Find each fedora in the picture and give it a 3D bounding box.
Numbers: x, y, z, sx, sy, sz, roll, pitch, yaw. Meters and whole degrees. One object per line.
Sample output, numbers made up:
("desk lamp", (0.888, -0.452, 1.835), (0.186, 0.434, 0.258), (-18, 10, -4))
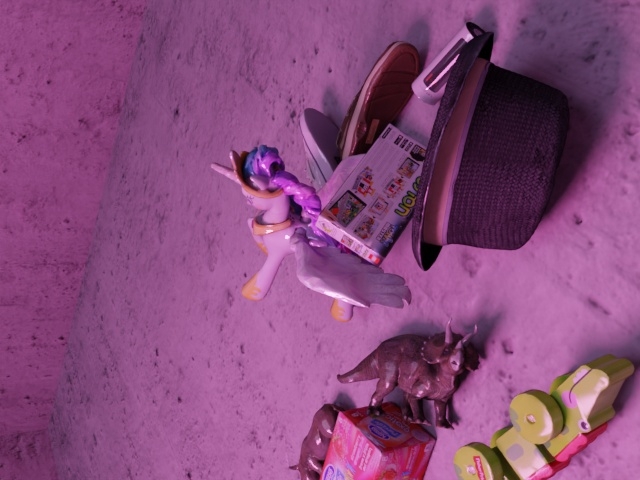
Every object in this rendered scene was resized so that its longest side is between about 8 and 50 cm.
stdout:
("fedora", (0.236, -0.098, 0.794), (0.153, 0.334, 0.333), (17, 104, 18))

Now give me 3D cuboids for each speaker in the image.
("speaker", (0.210, -0.284, 0.959), (0.136, 0.055, 0.055), (-44, 55, 42))

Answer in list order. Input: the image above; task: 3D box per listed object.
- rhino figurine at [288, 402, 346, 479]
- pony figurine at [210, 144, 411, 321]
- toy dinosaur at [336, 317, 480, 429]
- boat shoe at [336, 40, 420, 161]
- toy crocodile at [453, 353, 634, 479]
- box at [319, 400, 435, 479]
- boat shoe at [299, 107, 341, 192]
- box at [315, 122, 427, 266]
("rhino figurine", (0.002, 0.426, 1.180), (0.106, 0.073, 0.243), (48, 126, 38))
("pony figurine", (0.000, 0.000, 1.014), (0.363, 0.352, 0.302), (88, -162, -54))
("toy dinosaur", (0.154, 0.219, 0.981), (0.314, 0.121, 0.160), (-11, 64, 58))
("boat shoe", (0.090, -0.251, 1.086), (0.257, 0.095, 0.095), (-64, 37, 28))
("toy crocodile", (0.286, 0.270, 0.781), (0.105, 0.115, 0.340), (55, 132, 32))
("box", (0.083, 0.425, 1.026), (0.123, 0.128, 0.256), (32, 114, 49))
("boat shoe", (0.011, -0.145, 1.190), (0.088, 0.096, 0.267), (-43, 64, 38))
("box", (0.095, -0.072, 0.889), (0.114, 0.207, 0.036), (35, 154, 5))
